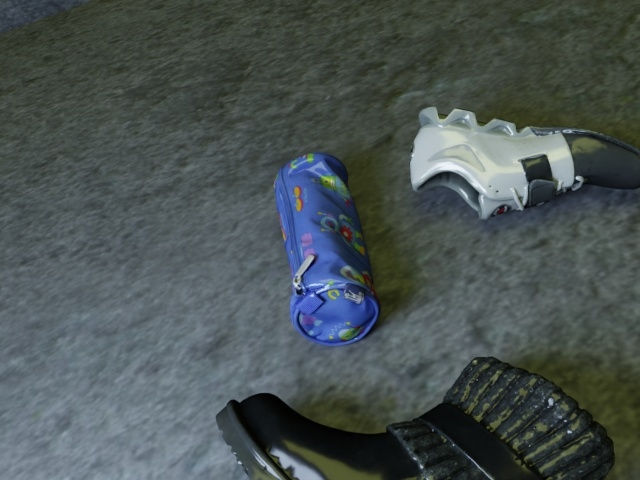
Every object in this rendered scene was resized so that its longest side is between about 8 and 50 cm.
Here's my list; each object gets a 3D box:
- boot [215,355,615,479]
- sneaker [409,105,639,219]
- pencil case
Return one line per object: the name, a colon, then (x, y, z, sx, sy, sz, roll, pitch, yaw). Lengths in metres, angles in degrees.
boot: (0.084, 0.208, 0.587, 0.348, 0.131, 0.260, 32, 69, 30)
sneaker: (0.290, -0.088, 0.807, 0.330, 0.122, 0.146, 12, 77, 18)
pencil case: (0.000, 0.000, 0.801, 0.119, 0.133, 0.306, -37, 40, 25)
